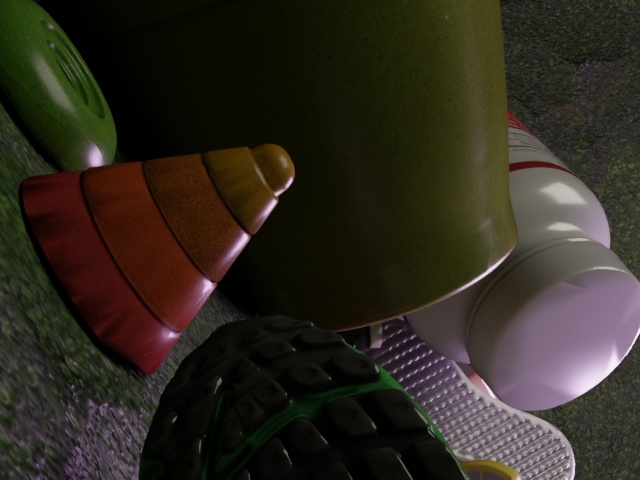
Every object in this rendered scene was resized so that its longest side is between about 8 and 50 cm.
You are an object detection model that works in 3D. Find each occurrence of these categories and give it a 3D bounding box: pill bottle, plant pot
[{"bbox_3d":[0.154,-0.020,1.297,0.229,0.229,0.408,55,0,-44],"label":"pill bottle"},{"bbox_3d":[0.007,-0.126,1.027,0.366,0.366,0.353,-102,172,-75],"label":"plant pot"}]

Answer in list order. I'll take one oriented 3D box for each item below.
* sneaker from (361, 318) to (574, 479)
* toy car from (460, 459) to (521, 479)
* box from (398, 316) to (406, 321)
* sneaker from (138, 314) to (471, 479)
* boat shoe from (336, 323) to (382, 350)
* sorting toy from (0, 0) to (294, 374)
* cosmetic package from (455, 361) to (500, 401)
[{"bbox_3d":[0.118,0.197,1.341,0.321,0.126,0.127,36,-29,-17],"label":"sneaker"},{"bbox_3d":[0.065,0.166,1.021,0.239,0.053,0.225,31,-5,-11],"label":"toy car"},{"bbox_3d":[0.042,0.071,1.555,0.242,0.076,0.307,59,5,-7],"label":"box"},{"bbox_3d":[0.024,0.193,0.493,0.146,0.134,0.344,-145,-146,-85],"label":"sneaker"},{"bbox_3d":[0.000,0.000,1.221,0.084,0.079,0.233,112,-34,-85],"label":"boat shoe"},{"bbox_3d":[-0.112,-0.099,0.711,0.127,0.126,0.365,53,9,-52],"label":"sorting toy"},{"bbox_3d":[0.227,0.287,1.869,0.296,0.129,0.153,57,4,-31],"label":"cosmetic package"}]
